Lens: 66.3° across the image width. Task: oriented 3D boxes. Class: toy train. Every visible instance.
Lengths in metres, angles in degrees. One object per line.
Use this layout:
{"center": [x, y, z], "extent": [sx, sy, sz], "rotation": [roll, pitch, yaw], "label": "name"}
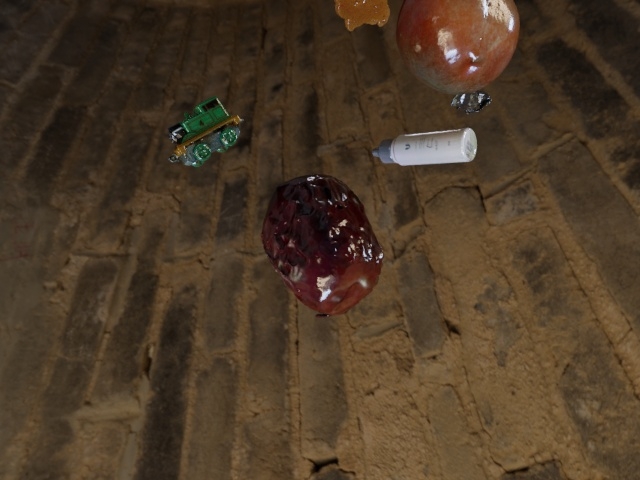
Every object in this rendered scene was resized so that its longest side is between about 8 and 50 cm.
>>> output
{"center": [-0.299, -0.276, 1.247], "extent": [0.227, 0.136, 0.091], "rotation": [-34, -169, -24], "label": "toy train"}

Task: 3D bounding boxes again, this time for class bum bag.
{"center": [0.548, -0.516, 1.797], "extent": [0.102, 0.248, 0.069], "rotation": [-23, -106, 34], "label": "bum bag"}

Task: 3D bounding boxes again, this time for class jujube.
{"center": [0.000, 0.000, 1.107], "extent": [0.258, 0.258, 0.377], "rotation": [-36, -135, 0], "label": "jujube"}

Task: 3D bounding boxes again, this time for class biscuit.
{"center": [0.112, -0.729, 1.460], "extent": [0.183, 0.280, 0.043], "rotation": [-49, -133, 21], "label": "biscuit"}

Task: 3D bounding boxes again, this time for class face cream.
{"center": [0.277, -0.258, 1.382], "extent": [0.311, 0.092, 0.092], "rotation": [3, -124, 42], "label": "face cream"}

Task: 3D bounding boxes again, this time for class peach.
{"center": [0.280, -0.422, 1.010], "extent": [0.252, 0.252, 0.253], "rotation": [-16, -132, 19], "label": "peach"}
